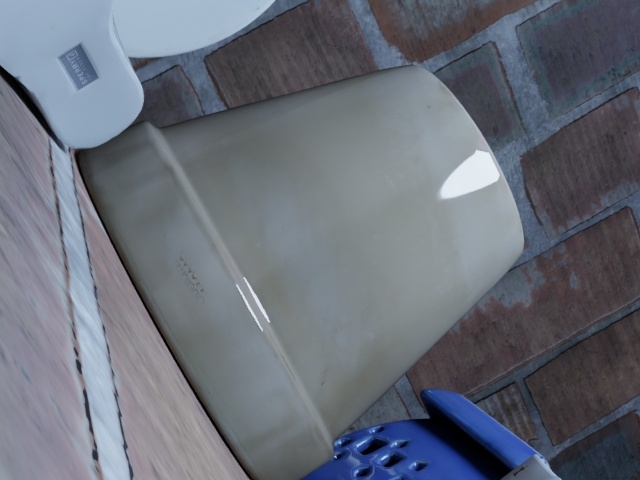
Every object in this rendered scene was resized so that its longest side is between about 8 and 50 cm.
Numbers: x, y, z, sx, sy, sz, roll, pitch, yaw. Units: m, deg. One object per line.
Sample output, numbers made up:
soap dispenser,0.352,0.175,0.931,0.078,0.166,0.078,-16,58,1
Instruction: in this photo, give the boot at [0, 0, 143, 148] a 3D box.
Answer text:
boot,-0.183,-0.161,0.613,0.123,0.095,0.258,53,-16,17

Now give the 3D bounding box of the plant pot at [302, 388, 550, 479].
plant pot,0.128,0.303,1.016,0.236,0.212,0.236,63,-14,-23

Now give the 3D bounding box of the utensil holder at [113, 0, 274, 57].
utensil holder,-0.186,-0.356,0.911,0.328,0.327,0.385,63,-3,-26

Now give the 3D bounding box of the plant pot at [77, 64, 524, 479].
plant pot,0.000,0.000,0.830,0.323,0.280,0.323,59,-4,8

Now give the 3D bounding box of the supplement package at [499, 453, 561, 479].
supplement package,0.183,0.339,0.744,0.263,0.198,0.199,52,1,1
